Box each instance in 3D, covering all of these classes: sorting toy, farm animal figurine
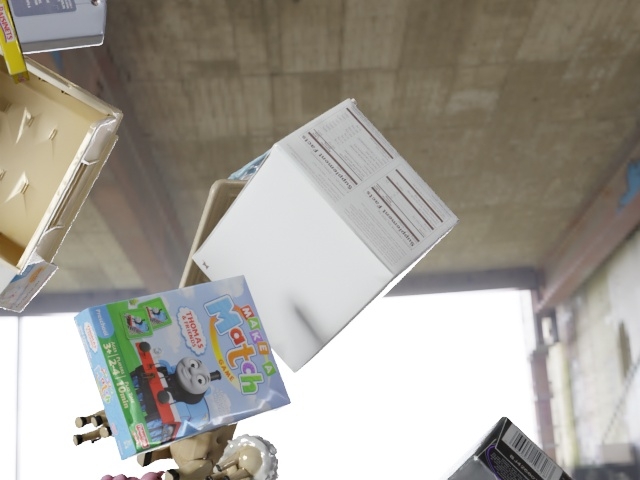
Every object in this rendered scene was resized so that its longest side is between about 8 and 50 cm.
[{"bbox_3d":[-0.107,0.038,1.730,0.229,0.041,0.307,-1,-53,-34],"label":"sorting toy"},{"bbox_3d":[-0.199,0.308,1.732,0.172,0.330,0.327,-13,-38,-44],"label":"farm animal figurine"}]

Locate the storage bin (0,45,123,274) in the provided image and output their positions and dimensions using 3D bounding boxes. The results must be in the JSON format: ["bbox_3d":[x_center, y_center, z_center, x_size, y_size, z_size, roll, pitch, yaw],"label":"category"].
[{"bbox_3d":[-0.459,-0.132,1.660,0.262,0.260,0.123,30,6,6],"label":"storage bin"}]

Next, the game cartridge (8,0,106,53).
[{"bbox_3d":[-0.446,-0.433,1.827,0.196,0.294,0.060,-12,-16,-19],"label":"game cartridge"}]

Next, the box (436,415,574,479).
[{"bbox_3d":[0.148,0.343,1.208,0.270,0.165,0.143,-49,-10,21],"label":"box"}]

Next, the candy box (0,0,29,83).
[{"bbox_3d":[-0.428,-0.316,1.538,0.027,0.206,0.105,-16,4,-13],"label":"candy box"}]

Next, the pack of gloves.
[{"bbox_3d":[-0.044,-0.123,1.768,0.232,0.046,0.195,-32,-2,-5],"label":"pack of gloves"}]

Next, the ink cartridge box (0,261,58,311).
[{"bbox_3d":[-0.507,0.059,1.935,0.061,0.104,0.181,40,-3,8],"label":"ink cartridge box"}]

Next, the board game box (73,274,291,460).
[{"bbox_3d":[-0.146,0.132,1.257,0.211,0.160,0.039,-11,-15,-43],"label":"board game box"}]

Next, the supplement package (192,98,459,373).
[{"bbox_3d":[0.000,0.000,1.415,0.145,0.204,0.262,-37,-8,-41],"label":"supplement package"}]
